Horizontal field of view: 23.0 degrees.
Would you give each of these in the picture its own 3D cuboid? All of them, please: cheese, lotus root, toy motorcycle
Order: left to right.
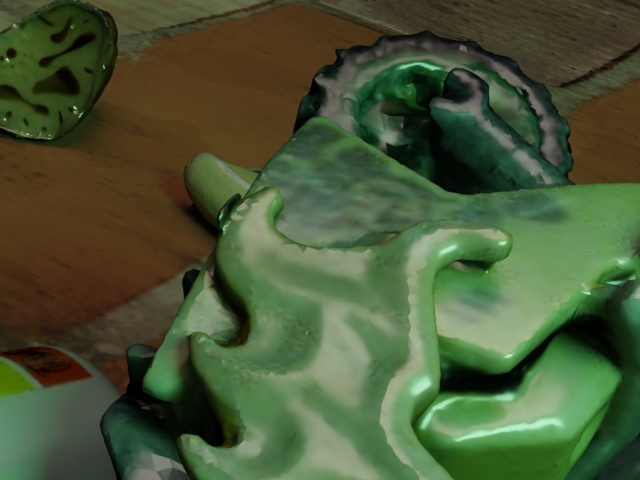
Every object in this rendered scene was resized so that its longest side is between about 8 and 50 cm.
[{"bbox_3d":[-0.224,-0.135,1.272,0.159,0.095,0.135,-25,13,15],"label":"lotus root"},{"bbox_3d":[0.000,0.001,1.116,0.127,0.049,0.235,-1,26,-28],"label":"cheese"},{"bbox_3d":[0.030,0.077,0.624,0.237,0.168,0.410,23,55,18],"label":"toy motorcycle"}]

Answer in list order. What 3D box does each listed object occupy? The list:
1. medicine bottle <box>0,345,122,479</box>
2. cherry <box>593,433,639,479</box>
[{"bbox_3d":[-0.188,0.128,0.652,0.225,0.139,0.139,-11,33,-41],"label":"medicine bottle"},{"bbox_3d":[0.184,0.152,0.737,0.195,0.195,0.195,10,25,-5],"label":"cherry"}]
